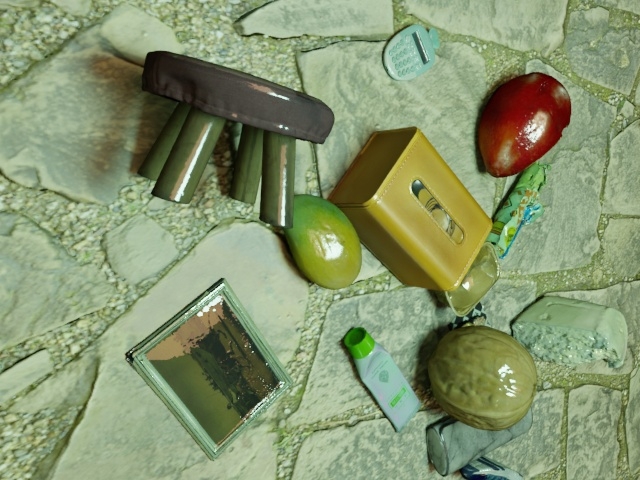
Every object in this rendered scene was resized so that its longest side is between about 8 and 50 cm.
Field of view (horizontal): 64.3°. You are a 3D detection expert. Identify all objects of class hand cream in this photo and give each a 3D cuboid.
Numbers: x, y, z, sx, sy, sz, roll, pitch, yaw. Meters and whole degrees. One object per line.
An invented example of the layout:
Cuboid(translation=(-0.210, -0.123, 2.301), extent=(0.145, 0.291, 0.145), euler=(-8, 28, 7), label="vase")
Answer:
Cuboid(translation=(0.130, 0.288, 1.044), extent=(0.079, 0.050, 0.275), euler=(-32, 118, 2), label="hand cream")

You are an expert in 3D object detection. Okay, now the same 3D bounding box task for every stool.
Cuboid(translation=(-0.129, -0.141, 0.723), extent=(0.272, 0.272, 0.179), euler=(12, 100, -33), label="stool")

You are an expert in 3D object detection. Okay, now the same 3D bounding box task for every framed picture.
Cuboid(translation=(-0.171, 0.220, 0.857), extent=(0.197, 0.014, 0.252), euler=(-40, 113, -23), label="framed picture")

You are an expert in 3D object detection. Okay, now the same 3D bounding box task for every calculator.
Cuboid(translation=(0.187, -0.381, 1.030), extent=(0.153, 0.021, 0.095), euler=(-39, 113, -24), label="calculator")

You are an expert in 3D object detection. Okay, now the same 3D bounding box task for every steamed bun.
Cuboid(translation=(0.620, 0.243, 1.239), extent=(0.200, 0.225, 0.170), euler=(-25, 107, -30), label="steamed bun")

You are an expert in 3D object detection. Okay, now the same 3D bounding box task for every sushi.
Cuboid(translation=(0.363, 0.213, 1.191), extent=(0.120, 0.026, 0.126), euler=(-38, 113, -25), label="sushi")

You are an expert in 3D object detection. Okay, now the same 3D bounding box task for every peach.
Cuboid(translation=(0.448, -0.270, 1.137), extent=(0.267, 0.158, 0.154), euler=(-48, 111, -18), label="peach")

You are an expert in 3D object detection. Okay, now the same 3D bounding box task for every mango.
Cuboid(translation=(0.000, 0.000, 0.909), extent=(0.195, 0.092, 0.130), euler=(45, 74, -17), label="mango")

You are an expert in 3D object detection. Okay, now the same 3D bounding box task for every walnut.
Cuboid(translation=(0.333, 0.285, 1.065), extent=(0.228, 0.228, 0.228), euler=(-3, 96, -32), label="walnut")

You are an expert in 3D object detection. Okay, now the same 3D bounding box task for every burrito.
Cuboid(translation=(0.480, -0.065, 1.225), extent=(0.104, 0.054, 0.288), euler=(43, 72, -28), label="burrito")

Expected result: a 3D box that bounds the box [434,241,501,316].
Cuboid(translation=(0.324, 0.082, 1.110), extent=(0.177, 0.111, 0.111), euler=(-39, 113, -24), label="box")

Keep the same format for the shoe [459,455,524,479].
Cuboid(translation=(0.399, 0.574, 1.206), extent=(0.207, 0.091, 0.106), euler=(35, 75, -30), label="shoe")

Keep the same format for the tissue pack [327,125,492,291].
Cuboid(translation=(0.178, -0.053, 0.984), extent=(0.274, 0.145, 0.194), euler=(42, 74, -27), label="tissue pack")

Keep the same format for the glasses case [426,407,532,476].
Cuboid(translation=(0.381, 0.445, 1.199), extent=(0.299, 0.060, 0.114), euler=(-11, 91, -31), label="glasses case")
